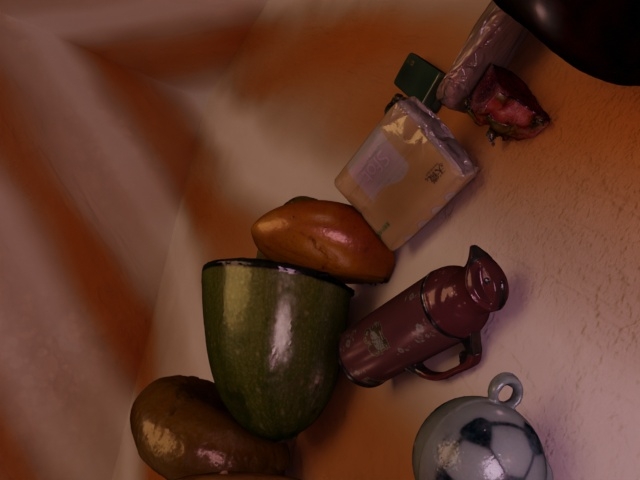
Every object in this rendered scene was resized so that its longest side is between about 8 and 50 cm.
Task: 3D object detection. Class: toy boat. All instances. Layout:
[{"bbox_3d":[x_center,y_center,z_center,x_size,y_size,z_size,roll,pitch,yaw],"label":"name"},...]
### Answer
[{"bbox_3d":[0.170,-0.245,1.345,0.185,0.075,0.077,-122,53,-69],"label":"toy boat"}]

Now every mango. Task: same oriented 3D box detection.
[{"bbox_3d":[0.000,0.000,1.281,0.187,0.257,0.138,-37,38,54],"label":"mango"}]

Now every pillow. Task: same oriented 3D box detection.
[{"bbox_3d":[0.285,-0.323,1.096,0.270,0.067,0.173,-56,-19,25],"label":"pillow"}]

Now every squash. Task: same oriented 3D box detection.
[{"bbox_3d":[-0.106,0.219,1.293,0.310,0.311,0.308,-20,57,62],"label":"squash"}]

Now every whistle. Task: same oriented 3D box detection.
[{"bbox_3d":[0.169,0.288,0.775,0.163,0.164,0.289,18,87,68],"label":"whistle"}]

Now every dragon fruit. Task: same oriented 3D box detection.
[{"bbox_3d":[0.274,-0.198,1.041,0.096,0.102,0.147,-48,20,28],"label":"dragon fruit"}]

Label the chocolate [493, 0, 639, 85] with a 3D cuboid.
[{"bbox_3d":[0.344,-0.346,0.685,0.383,0.384,0.331,-57,31,28],"label":"chocolate"}]

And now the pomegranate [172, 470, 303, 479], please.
[{"bbox_3d":[-0.107,0.510,0.916,0.416,0.417,0.416,-49,30,41],"label":"pomegranate"}]

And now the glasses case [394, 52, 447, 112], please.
[{"bbox_3d":[0.206,-0.322,1.377,0.077,0.040,0.184,-61,23,19],"label":"glasses case"}]

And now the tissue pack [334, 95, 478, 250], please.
[{"bbox_3d":[0.144,-0.115,1.178,0.186,0.090,0.222,52,134,12],"label":"tissue pack"}]

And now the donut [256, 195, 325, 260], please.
[{"bbox_3d":[-0.072,0.009,1.648,0.272,0.107,0.272,-46,32,40],"label":"donut"}]

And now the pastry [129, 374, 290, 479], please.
[{"bbox_3d":[-0.220,0.397,1.371,0.163,0.356,0.356,-59,22,-1],"label":"pastry"}]

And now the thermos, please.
[{"bbox_3d":[0.153,0.132,1.008,0.330,0.110,0.136,-42,34,48],"label":"thermos"}]
